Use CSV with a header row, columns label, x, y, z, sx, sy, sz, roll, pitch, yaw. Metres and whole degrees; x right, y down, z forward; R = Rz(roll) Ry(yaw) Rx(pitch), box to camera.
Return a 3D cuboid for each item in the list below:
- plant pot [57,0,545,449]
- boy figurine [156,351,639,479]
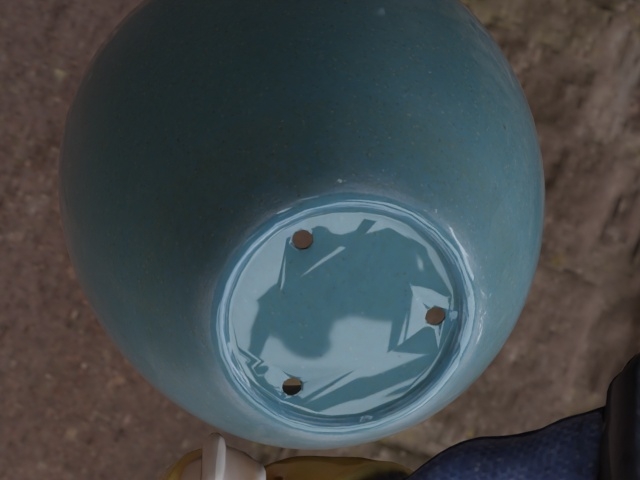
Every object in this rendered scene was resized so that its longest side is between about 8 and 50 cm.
label,x,y,z,sx,sy,sz,roll,pitch,yaw
plant pot,0.000,0.000,0.788,0.195,0.290,0.290,-110,-154,-66
boy figurine,0.007,0.121,0.472,0.177,0.285,0.092,43,39,-31
